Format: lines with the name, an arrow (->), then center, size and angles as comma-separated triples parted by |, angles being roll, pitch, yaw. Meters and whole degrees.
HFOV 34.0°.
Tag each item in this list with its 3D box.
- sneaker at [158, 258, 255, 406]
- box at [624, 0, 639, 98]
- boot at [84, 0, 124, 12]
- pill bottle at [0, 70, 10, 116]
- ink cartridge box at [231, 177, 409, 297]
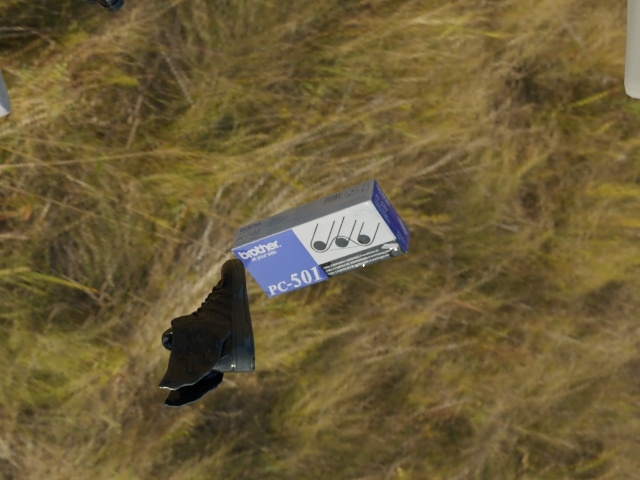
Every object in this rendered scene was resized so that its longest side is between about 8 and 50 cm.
sneaker -> -0.110, 0.081, 0.986 | 0.089, 0.170, 0.051 | -6, 132, -7
box -> 0.264, -0.109, 0.268 | 0.215, 0.345, 0.168 | -4, 103, -15
boot -> -0.346, -0.396, 1.554 | 0.045, 0.121, 0.099 | -44, 137, -11
pill bottle -> -0.562, -0.161, 1.202 | 0.363, 0.210, 0.210 | -21, 127, -6
ink cartridge box -> 0.000, 0.000, 1.332 | 0.097, 0.207, 0.046 | 54, 31, -32
